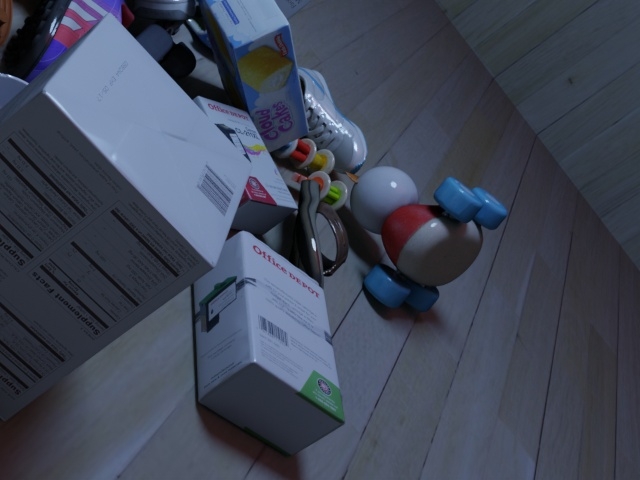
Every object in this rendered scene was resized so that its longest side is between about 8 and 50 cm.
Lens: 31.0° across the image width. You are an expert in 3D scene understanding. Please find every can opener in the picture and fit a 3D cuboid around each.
[{"bbox_3d":[-0.229,-0.256,1.607,0.093,0.074,0.280,46,24,-9],"label":"can opener"}]

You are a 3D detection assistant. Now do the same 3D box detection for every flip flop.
[{"bbox_3d":[0.000,0.000,1.639,0.080,0.112,0.277,11,26,-5],"label":"flip flop"}]

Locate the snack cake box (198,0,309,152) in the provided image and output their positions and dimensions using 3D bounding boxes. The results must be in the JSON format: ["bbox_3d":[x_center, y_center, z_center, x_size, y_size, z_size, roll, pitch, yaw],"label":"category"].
[{"bbox_3d":[-0.099,-0.266,1.692,0.152,0.089,0.264,59,-10,29],"label":"snack cake box"}]

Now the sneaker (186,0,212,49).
[{"bbox_3d":[-0.189,-0.395,1.879,0.081,0.080,0.211,21,38,-58],"label":"sneaker"}]

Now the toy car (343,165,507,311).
[{"bbox_3d":[0.135,-0.043,1.881,0.238,0.219,0.210,46,17,26],"label":"toy car"}]

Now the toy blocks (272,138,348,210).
[{"bbox_3d":[-0.029,-0.119,1.832,0.148,0.054,0.123,26,35,-49],"label":"toy blocks"}]

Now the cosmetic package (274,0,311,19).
[{"bbox_3d":[-0.108,-0.473,2.013,0.151,0.183,0.151,36,28,-37],"label":"cosmetic package"}]

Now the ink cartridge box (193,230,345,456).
[{"bbox_3d":[-0.065,0.119,1.372,0.160,0.092,0.219,38,27,-34],"label":"ink cartridge box"}]

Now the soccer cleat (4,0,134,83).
[{"bbox_3d":[-0.301,-0.260,1.434,0.116,0.108,0.318,41,22,-20],"label":"soccer cleat"}]

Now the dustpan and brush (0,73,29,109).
[{"bbox_3d":[-0.317,-0.136,1.282,0.147,0.060,0.211,54,23,1],"label":"dustpan and brush"}]

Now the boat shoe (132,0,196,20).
[{"bbox_3d":[-0.227,-0.413,1.719,0.118,0.103,0.320,4,26,-4],"label":"boat shoe"}]

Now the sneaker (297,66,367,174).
[{"bbox_3d":[-0.005,-0.203,1.977,0.092,0.087,0.229,3,47,-53],"label":"sneaker"}]

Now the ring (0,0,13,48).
[{"bbox_3d":[-0.458,-0.354,1.287,0.336,0.032,0.337,49,27,-35],"label":"ring"}]

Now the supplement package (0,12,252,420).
[{"bbox_3d":[-0.232,-0.022,1.021,0.198,0.262,0.199,47,24,-17],"label":"supplement package"}]

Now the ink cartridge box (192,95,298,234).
[{"bbox_3d":[-0.125,-0.103,1.598,0.127,0.072,0.175,8,50,-60],"label":"ink cartridge box"}]
